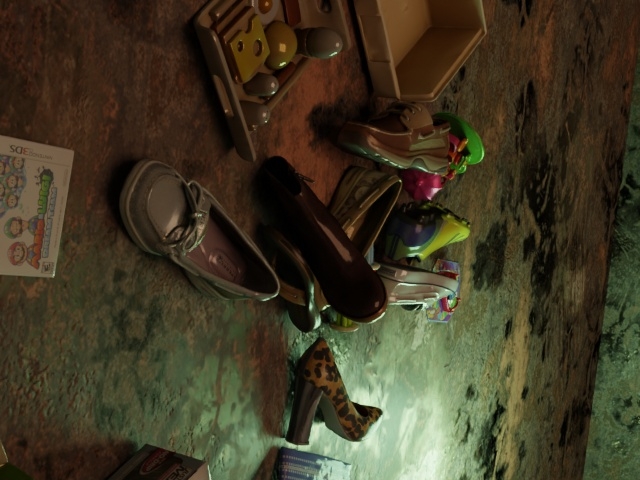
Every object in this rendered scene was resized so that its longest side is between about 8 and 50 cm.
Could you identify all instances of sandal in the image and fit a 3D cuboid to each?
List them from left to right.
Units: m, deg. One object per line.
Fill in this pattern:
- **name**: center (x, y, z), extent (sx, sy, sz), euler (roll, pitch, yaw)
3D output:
- **sandal**: center (-0.055, 0.072, 1.771), extent (0.060, 0.090, 0.219), euler (-35, 138, -24)

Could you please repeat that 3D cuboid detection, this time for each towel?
- **towel**: center (-0.027, 0.542, 1.939), extent (0.243, 0.040, 0.336), euler (30, 61, -57)

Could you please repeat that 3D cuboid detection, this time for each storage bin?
- **storage bin**: center (0.172, -0.419, 1.959), extent (0.260, 0.123, 0.262), euler (-53, 141, -39)

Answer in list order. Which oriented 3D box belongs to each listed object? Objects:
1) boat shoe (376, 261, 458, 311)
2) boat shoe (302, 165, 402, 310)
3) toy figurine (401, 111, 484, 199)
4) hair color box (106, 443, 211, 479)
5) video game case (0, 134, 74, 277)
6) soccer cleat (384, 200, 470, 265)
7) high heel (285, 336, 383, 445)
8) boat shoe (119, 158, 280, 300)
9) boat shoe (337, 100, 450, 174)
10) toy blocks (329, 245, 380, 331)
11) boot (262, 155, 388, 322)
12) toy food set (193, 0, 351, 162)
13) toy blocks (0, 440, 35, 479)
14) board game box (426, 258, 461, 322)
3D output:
- **boat shoe**: center (0.180, 0.096, 2.167), extent (0.258, 0.095, 0.084), euler (11, 95, -51)
- **boat shoe**: center (0.050, -0.004, 1.899), extent (0.104, 0.089, 0.285), euler (53, 53, -52)
- **toy figurine**: center (0.218, -0.138, 2.164), extent (0.159, 0.130, 0.173), euler (-48, 163, -24)
- **hair color box**: center (-0.225, 0.495, 1.550), extent (0.185, 0.114, 0.374), euler (-41, 132, -48)
- **video game case**: center (-0.349, -0.038, 1.279), extent (0.143, 0.019, 0.157), euler (8, 91, -60)
- **soccer cleat**: center (0.205, -0.010, 2.184), extent (0.289, 0.093, 0.121), euler (-2, 119, -61)
- **high heel**: center (0.048, 0.258, 1.961), extent (0.261, 0.093, 0.186), euler (2, 103, -51)
- **boat shoe**: center (-0.161, -0.006, 1.524), extent (0.320, 0.103, 0.118), euler (54, 52, -51)
- **boat shoe**: center (0.134, -0.190, 1.948), extent (0.324, 0.123, 0.116), euler (2, 105, -62)
- **toy blocks**: center (0.062, 0.077, 1.979), extent (0.123, 0.054, 0.148), euler (-16, 112, -58)
- **boot**: center (0.000, 0.000, 1.704), extent (0.090, 0.248, 0.207), euler (-35, 135, -2)
- **toy food set**: center (-0.058, -0.292, 1.631), extent (0.306, 0.092, 0.219), euler (-55, 142, -38)
- **toy blocks**: center (-0.432, 0.315, 1.113), extent (0.261, 0.191, 0.381), euler (-34, 128, -37)
- **board game box**: center (0.276, 0.111, 2.376), extent (0.169, 0.033, 0.133), euler (12, 88, -60)
